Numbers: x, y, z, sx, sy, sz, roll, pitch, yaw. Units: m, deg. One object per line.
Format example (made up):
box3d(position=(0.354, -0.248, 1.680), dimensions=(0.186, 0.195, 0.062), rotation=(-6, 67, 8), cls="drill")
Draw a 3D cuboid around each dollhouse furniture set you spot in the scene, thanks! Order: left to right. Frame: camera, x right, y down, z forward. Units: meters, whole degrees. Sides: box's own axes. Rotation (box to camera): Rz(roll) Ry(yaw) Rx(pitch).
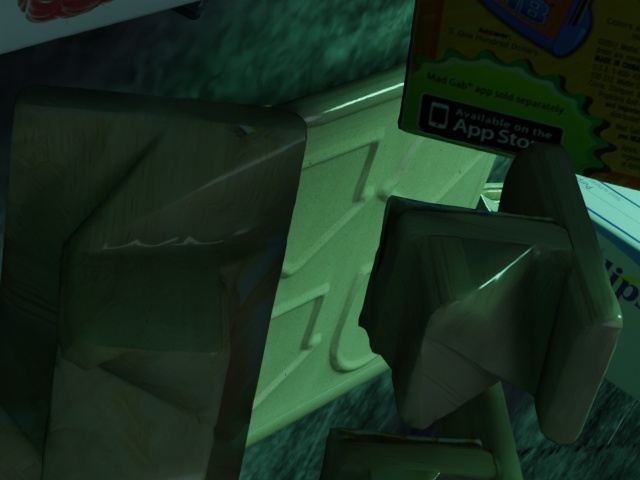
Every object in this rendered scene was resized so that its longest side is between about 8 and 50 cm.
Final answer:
box3d(position=(-0.101, 0.081, 0.841), dimensions=(0.362, 0.256, 0.394), rotation=(5, 127, -10), cls="dollhouse furniture set")

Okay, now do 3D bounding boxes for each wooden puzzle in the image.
box3d(position=(0.000, 0.000, 1.183), dimensions=(0.322, 0.080, 0.348), rotation=(-23, 146, -47), cls="wooden puzzle")

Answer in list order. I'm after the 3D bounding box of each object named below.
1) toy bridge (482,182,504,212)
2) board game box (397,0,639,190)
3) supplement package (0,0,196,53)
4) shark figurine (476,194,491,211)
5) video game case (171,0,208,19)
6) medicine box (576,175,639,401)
box3d(position=(0.139, -0.016, 1.406), dimensions=(0.188, 0.063, 0.026), rotation=(-34, 151, -54), cls="toy bridge")
box3d(position=(0.267, -0.252, 0.855), dimensions=(0.356, 0.356, 0.356), rotation=(96, 12, -48), cls="board game box")
box3d(position=(-0.081, -0.186, 0.556), dimensions=(0.293, 0.175, 0.177), rotation=(-19, 157, -26), cls="supplement package")
box3d(position=(0.170, -0.121, 1.276), dimensions=(0.166, 0.116, 0.278), rotation=(8, 112, -61), cls="shark figurine")
box3d(position=(-0.001, -0.242, 0.804), dimensions=(0.274, 0.026, 0.196), rotation=(-60, -171, 14), cls="video game case")
box3d(position=(0.354, 0.017, 1.593), dimensions=(0.289, 0.263, 0.149), rotation=(-29, 145, -42), cls="medicine box")
